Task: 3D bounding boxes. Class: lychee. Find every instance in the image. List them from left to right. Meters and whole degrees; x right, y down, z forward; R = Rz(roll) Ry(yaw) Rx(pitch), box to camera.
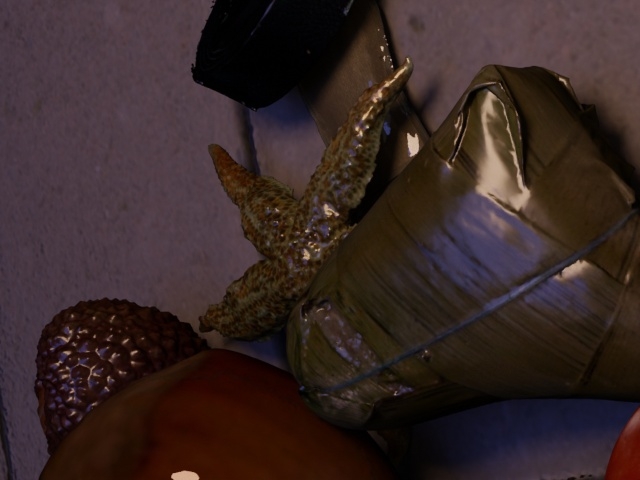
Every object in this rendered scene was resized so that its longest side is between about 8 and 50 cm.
[{"bbox_3d":[-0.184,0.142,1.624,0.188,0.188,0.188,2,93,47],"label":"lychee"}]

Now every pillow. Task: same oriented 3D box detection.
[{"bbox_3d":[0.036,-0.108,1.495,0.130,0.033,0.217,-42,63,42],"label":"pillow"}]

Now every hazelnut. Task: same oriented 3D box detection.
[{"bbox_3d":[-0.085,0.284,1.440,0.366,0.366,0.366,2,93,47],"label":"hazelnut"}]

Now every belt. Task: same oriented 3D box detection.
[{"bbox_3d":[-0.035,-0.212,1.505,0.198,0.078,0.151,-50,28,31],"label":"belt"}]

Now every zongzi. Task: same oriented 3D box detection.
[{"bbox_3d":[0.170,0.094,1.278,0.360,0.160,0.323,45,121,12],"label":"zongzi"}]

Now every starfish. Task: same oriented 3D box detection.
[{"bbox_3d":[-0.002,-0.001,1.477,0.347,0.078,0.358,30,119,39],"label":"starfish"}]

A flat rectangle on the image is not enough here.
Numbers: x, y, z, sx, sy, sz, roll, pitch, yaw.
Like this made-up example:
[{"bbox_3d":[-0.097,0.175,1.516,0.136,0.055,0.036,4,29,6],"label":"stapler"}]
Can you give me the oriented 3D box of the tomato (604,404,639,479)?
[{"bbox_3d":[0.293,0.190,1.093,0.233,0.139,0.200,28,93,14],"label":"tomato"}]
